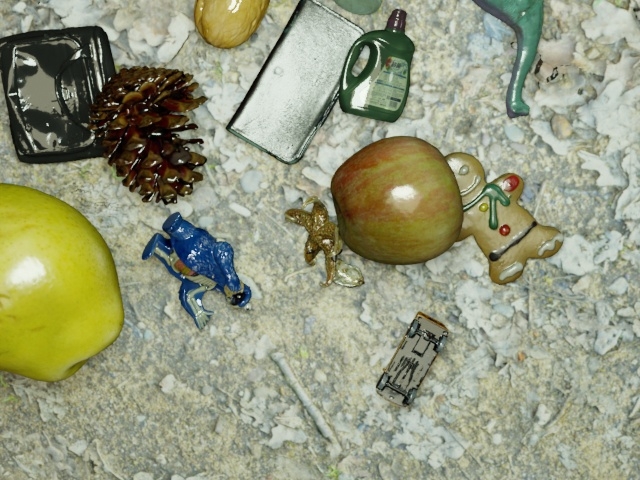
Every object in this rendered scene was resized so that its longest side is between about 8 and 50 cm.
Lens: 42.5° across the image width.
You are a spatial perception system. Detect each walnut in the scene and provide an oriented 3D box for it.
[{"bbox_3d":[-0.177,-0.463,1.630,0.144,0.144,0.180,39,108,-2],"label":"walnut"}]

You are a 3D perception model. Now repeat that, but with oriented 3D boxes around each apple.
[{"bbox_3d":[0.145,-0.074,1.606,0.233,0.257,0.257,-14,98,-9],"label":"apple"}]

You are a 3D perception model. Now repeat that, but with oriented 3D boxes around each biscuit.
[{"bbox_3d":[0.347,-0.054,1.701,0.197,0.049,0.302,-39,93,7],"label":"biscuit"}]

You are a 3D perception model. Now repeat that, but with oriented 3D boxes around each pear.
[{"bbox_3d":[-0.593,0.086,1.644,0.362,0.362,0.418,-43,93,10],"label":"pear"}]

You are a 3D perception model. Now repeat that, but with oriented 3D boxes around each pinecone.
[{"bbox_3d":[-0.326,-0.207,1.641,0.246,0.246,0.292,-13,114,7],"label":"pinecone"}]

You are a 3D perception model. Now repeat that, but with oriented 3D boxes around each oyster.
[{"bbox_3d":[0.057,0.073,1.757,0.083,0.019,0.054,25,99,3],"label":"oyster"}]

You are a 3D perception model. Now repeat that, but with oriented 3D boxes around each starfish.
[{"bbox_3d":[0.000,0.002,1.695,0.074,0.146,0.190,-27,97,-35],"label":"starfish"}]

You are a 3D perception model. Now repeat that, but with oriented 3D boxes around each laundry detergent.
[{"bbox_3d":[0.118,-0.355,1.649,0.144,0.078,0.222,9,101,-13],"label":"laundry detergent"}]

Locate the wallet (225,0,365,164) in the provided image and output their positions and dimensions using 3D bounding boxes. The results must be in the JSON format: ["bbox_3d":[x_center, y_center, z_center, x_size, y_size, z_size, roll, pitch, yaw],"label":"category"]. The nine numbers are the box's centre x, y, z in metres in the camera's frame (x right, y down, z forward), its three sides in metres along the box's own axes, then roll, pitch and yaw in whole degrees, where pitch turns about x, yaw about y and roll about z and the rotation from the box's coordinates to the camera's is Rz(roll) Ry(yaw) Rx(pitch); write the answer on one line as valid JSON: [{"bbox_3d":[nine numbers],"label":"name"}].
[{"bbox_3d":[-0.044,-0.323,1.686,0.172,0.045,0.318,29,95,-6],"label":"wallet"}]

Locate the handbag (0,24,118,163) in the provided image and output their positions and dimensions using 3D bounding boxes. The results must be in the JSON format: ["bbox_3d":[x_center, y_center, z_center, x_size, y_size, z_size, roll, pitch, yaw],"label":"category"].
[{"bbox_3d":[-0.541,-0.302,1.718,0.244,0.088,0.275,-6,97,2],"label":"handbag"}]

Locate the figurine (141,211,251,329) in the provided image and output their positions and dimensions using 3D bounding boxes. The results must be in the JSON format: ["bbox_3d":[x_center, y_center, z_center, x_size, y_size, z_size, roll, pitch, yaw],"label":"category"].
[{"bbox_3d":[-0.246,0.054,1.738,0.164,0.121,0.262,-29,113,15],"label":"figurine"}]

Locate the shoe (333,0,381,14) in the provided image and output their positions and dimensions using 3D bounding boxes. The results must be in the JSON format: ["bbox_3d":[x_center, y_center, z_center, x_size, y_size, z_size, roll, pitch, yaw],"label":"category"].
[{"bbox_3d":[0.036,-0.561,1.628,0.251,0.103,0.100,44,56,-16],"label":"shoe"}]

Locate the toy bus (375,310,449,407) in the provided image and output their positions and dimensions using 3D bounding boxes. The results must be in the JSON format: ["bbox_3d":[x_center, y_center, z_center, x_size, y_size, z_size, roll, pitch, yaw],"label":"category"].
[{"bbox_3d":[0.193,0.251,1.740,0.083,0.088,0.195,29,98,0],"label":"toy bus"}]

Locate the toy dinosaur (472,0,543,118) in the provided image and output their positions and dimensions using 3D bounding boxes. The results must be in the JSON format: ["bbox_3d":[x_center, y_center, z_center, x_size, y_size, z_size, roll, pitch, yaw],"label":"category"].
[{"bbox_3d":[0.319,-0.465,1.620,0.383,0.129,0.331,29,109,1],"label":"toy dinosaur"}]
